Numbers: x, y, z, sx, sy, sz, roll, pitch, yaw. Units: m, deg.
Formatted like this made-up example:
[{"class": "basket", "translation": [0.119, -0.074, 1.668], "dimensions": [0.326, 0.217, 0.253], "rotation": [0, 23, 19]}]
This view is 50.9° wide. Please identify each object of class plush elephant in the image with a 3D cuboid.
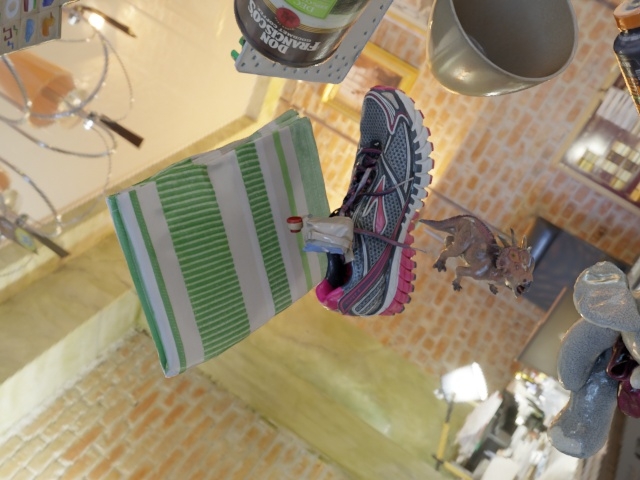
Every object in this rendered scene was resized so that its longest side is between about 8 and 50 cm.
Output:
[{"class": "plush elephant", "translation": [0.412, 0.141, 0.784], "dimensions": [0.255, 0.271, 0.330], "rotation": [2, -85, -65]}]

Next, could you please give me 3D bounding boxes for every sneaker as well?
[{"class": "sneaker", "translation": [0.066, -0.046, 0.854], "dimensions": [0.121, 0.111, 0.300], "rotation": [18, 105, 63]}]

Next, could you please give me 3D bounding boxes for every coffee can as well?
[{"class": "coffee can", "translation": [-0.007, -0.424, 1.046], "dimensions": [0.202, 0.201, 0.275], "rotation": [-53, 7, -24]}]

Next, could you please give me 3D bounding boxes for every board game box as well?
[{"class": "board game box", "translation": [0.012, -0.551, 1.571], "dimensions": [0.389, 0.050, 0.390], "rotation": [-9, -38, -49]}]

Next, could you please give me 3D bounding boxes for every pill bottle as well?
[{"class": "pill bottle", "translation": [0.612, -0.321, 1.210], "dimensions": [0.130, 0.246, 0.130], "rotation": [-28, 24, 14]}]

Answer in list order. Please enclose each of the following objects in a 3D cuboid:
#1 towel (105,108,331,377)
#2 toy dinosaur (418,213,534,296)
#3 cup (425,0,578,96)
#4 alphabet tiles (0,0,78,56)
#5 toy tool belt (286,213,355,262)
[{"class": "towel", "translation": [-0.099, -0.006, 0.844], "dimensions": [0.324, 0.038, 0.248], "rotation": [-34, -60, -44]}, {"class": "toy dinosaur", "translation": [0.374, 0.017, 1.555], "dimensions": [0.127, 0.296, 0.200], "rotation": [-24, -24, -40]}, {"class": "cup", "translation": [0.368, -0.457, 1.518], "dimensions": [0.331, 0.331, 0.237], "rotation": [-52, 8, -26]}, {"class": "alphabet tiles", "translation": [-0.543, -0.489, 1.233], "dimensions": [0.011, 0.342, 0.285], "rotation": [7, -98, -57]}, {"class": "toy tool belt", "translation": [0.000, 0.000, 0.789], "dimensions": [0.052, 0.083, 0.051], "rotation": [-41, -48, -63]}]
